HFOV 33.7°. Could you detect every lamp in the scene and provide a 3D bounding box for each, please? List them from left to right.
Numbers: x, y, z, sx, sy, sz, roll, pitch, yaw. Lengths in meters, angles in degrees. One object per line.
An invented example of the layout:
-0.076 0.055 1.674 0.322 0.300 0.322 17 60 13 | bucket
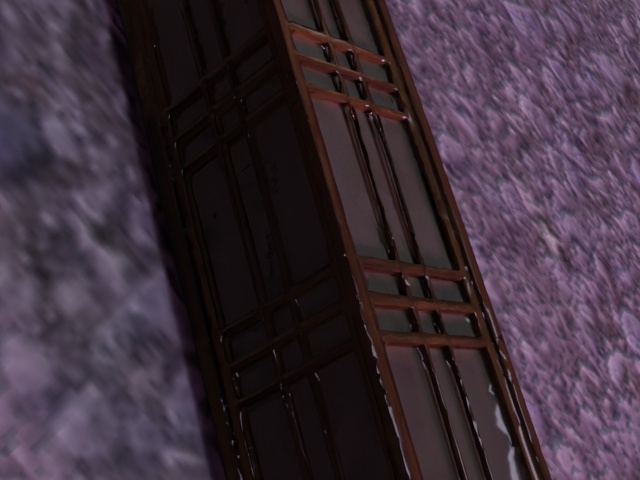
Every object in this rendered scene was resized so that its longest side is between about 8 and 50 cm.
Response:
0.000 0.000 0.370 0.090 0.089 0.325 9 57 -47 | lamp
